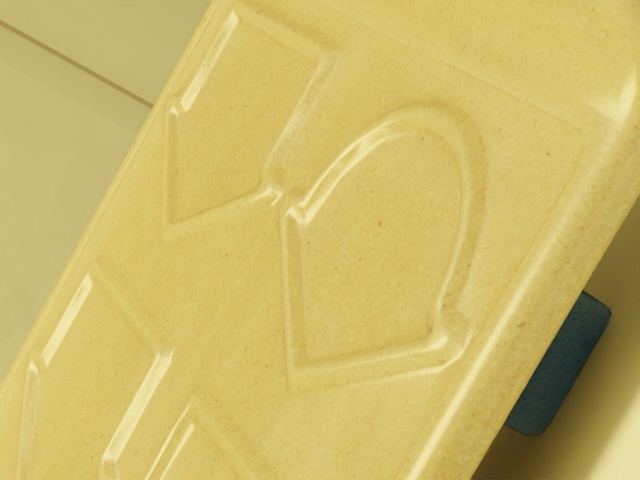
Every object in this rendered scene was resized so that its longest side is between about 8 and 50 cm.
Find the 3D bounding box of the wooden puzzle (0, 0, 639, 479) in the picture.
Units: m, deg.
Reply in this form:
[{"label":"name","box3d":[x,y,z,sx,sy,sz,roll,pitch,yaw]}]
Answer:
[{"label":"wooden puzzle","box3d":[-0.020,0.046,0.583,0.348,0.080,0.322,-65,27,8]}]
